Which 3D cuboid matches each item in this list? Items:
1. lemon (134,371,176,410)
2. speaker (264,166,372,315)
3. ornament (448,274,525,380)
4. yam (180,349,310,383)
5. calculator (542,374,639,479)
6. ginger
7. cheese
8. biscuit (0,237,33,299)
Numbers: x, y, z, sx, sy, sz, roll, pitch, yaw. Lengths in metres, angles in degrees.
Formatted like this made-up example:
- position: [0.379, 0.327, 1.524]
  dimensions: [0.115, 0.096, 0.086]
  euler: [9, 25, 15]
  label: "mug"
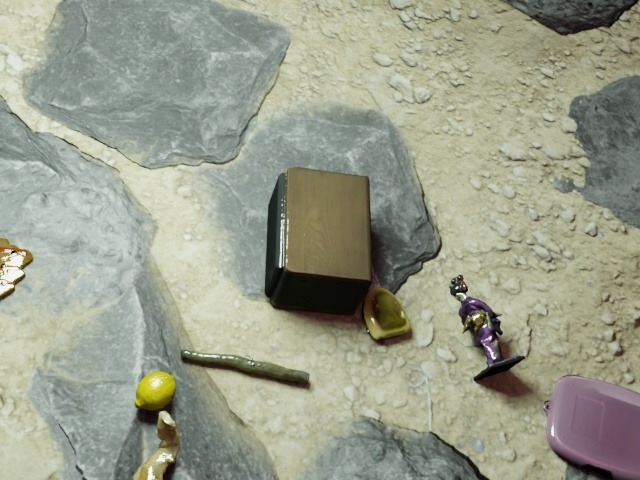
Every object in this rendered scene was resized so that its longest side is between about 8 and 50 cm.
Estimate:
- position: [-0.281, 0.257, 1.628]
  dimensions: [0.083, 0.062, 0.062]
  euler: [-35, 74, -25]
  label: "lemon"
- position: [0.000, 0.000, 1.799]
  dimensions: [0.193, 0.153, 0.230]
  euler: [6, 59, -11]
  label: "speaker"
- position: [0.300, 0.163, 1.829]
  dimensions: [0.088, 0.081, 0.203]
  euler: [-15, 63, -23]
  label: "ornament"
- position: [-0.133, 0.220, 1.708]
  dimensions: [0.234, 0.029, 0.027]
  euler: [12, 69, -7]
  label: "yam"
- position: [0.558, 0.359, 1.803]
  dimensions: [0.294, 0.043, 0.194]
  euler: [20, 58, -1]
  label: "calculator"
- position: [-0.267, 0.417, 1.533]
  dimensions: [0.089, 0.075, 0.288]
  euler: [3, 62, 15]
  label: "ginger"
- position: [0.110, 0.110, 1.833]
  dimensions: [0.086, 0.036, 0.162]
  euler: [-10, 64, -21]
  label: "cheese"
- position: [-0.571, 0.053, 1.695]
  dimensions: [0.120, 0.019, 0.130]
  euler: [3, 60, -13]
  label: "biscuit"
